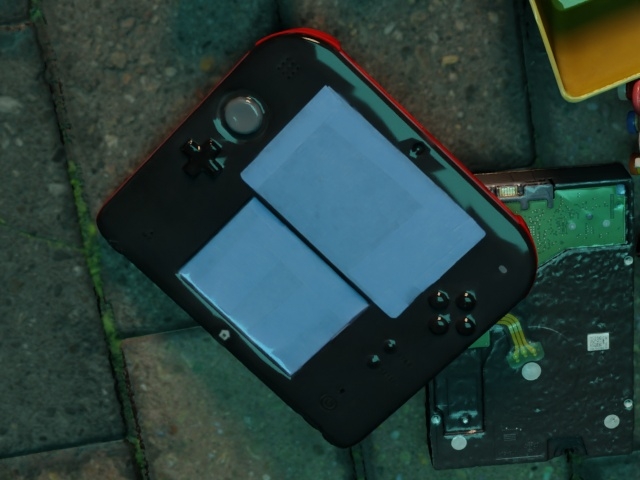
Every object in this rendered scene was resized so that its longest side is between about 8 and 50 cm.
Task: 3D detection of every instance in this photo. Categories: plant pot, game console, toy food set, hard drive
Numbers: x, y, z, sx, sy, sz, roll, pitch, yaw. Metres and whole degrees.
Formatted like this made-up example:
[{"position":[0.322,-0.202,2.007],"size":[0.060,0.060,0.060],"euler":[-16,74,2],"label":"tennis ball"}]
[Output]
[{"position":[0.293,-0.292,1.649],"size":[0.212,0.187,0.212],"euler":[-21,111,6],"label":"plant pot"},{"position":[0.000,0.000,1.772],"size":[0.386,0.060,0.342],"euler":[43,109,-7],"label":"game console"},{"position":[0.339,-0.111,1.676],"size":[0.104,0.232,0.111],"euler":[2,91,26],"label":"toy food set"},{"position":[0.230,0.088,1.861],"size":[0.236,0.064,0.339],"euler":[-5,112,-1],"label":"hard drive"}]

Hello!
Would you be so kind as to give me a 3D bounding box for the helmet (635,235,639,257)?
[{"position":[0.429,0.022,1.793],"size":[0.169,0.161,0.169],"euler":[-1,111,-3],"label":"helmet"}]
